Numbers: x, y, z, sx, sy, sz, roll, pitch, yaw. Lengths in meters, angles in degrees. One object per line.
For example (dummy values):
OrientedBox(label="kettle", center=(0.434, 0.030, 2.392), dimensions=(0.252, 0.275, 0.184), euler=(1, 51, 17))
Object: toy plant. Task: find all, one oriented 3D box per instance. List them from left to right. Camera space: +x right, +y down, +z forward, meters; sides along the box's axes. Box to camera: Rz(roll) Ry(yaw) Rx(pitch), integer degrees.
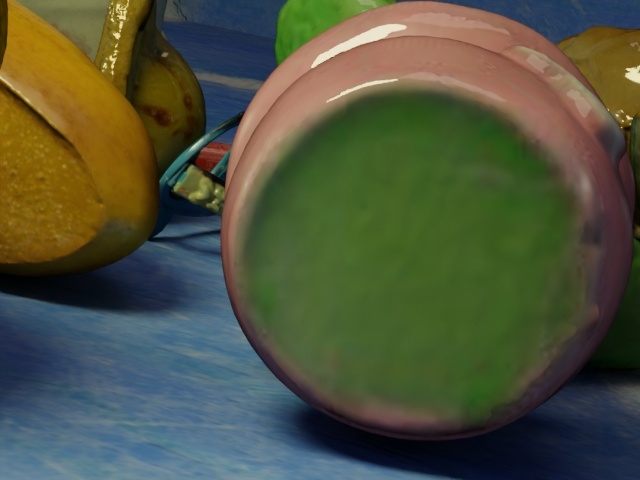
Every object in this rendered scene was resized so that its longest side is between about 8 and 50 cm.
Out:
OrientedBox(label="toy plant", center=(0.075, -0.002, 1.028), dimensions=(0.317, 0.210, 0.356), euler=(43, 5, -3))

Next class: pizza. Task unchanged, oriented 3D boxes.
OrientedBox(label="pizza", center=(-0.124, -0.106, 1.422), dimensions=(0.080, 0.204, 0.188), euler=(15, 3, 7))

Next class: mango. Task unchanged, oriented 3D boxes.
OrientedBox(label="mango", center=(-0.232, -0.081, 1.189), dimensions=(0.350, 0.201, 0.199), euler=(24, 44, 28))

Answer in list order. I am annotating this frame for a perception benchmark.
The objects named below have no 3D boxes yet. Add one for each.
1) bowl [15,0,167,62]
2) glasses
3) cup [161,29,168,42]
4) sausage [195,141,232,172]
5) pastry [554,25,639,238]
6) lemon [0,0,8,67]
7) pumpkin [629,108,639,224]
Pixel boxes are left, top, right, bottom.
OrientedBox(label="bowl", center=(-0.259, -0.138, 1.551), dimensions=(0.277, 0.145, 0.277), euler=(1, 10, 0))
OrientedBox(label="glasses", center=(0.007, -0.036, 1.384), dimensions=(0.207, 0.102, 0.239), euler=(13, 10, 22))
OrientedBox(label="cup", center=(-0.279, -0.180, 1.788), dimensions=(0.258, 0.186, 0.234), euler=(-9, 25, -26))
OrientedBox(label="sausage", center=(-0.117, -0.066, 1.628), dimensions=(0.145, 0.048, 0.050), euler=(6, -28, -21))
OrientedBox(label="pastry", center=(0.340, -0.083, 1.745), dimensions=(0.316, 0.184, 0.284), euler=(7, -2, -9))
OrientedBox(label="lemon", center=(-0.301, -0.104, 0.863), dimensions=(0.336, 0.336, 0.336), euler=(9, 9, -2))
OrientedBox(label="pumpkin", center=(0.366, -0.027, 1.240), dimensions=(0.303, 0.256, 0.225), euler=(35, -14, -38))
